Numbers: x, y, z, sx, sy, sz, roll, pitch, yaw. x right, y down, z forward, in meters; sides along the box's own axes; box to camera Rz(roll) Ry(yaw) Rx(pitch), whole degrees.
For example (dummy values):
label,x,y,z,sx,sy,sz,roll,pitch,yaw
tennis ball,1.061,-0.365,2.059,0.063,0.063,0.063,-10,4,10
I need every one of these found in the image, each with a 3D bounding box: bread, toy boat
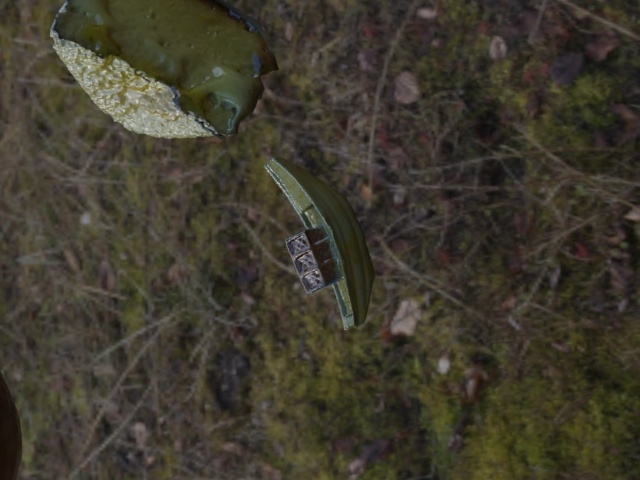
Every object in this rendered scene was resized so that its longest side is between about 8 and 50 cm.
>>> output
label,x,y,z,sx,sy,sz,roll,pitch,yaw
bread,-0.189,-0.209,1.153,0.133,0.251,0.174,-48,19,56
toy boat,0.000,0.000,0.883,0.172,0.066,0.065,66,162,1

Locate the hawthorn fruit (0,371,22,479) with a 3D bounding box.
label,x,y,z,sx,sy,sz,roll,pitch,yaw
hawthorn fruit,-0.325,0.148,0.643,0.262,0.258,0.258,82,168,-63
